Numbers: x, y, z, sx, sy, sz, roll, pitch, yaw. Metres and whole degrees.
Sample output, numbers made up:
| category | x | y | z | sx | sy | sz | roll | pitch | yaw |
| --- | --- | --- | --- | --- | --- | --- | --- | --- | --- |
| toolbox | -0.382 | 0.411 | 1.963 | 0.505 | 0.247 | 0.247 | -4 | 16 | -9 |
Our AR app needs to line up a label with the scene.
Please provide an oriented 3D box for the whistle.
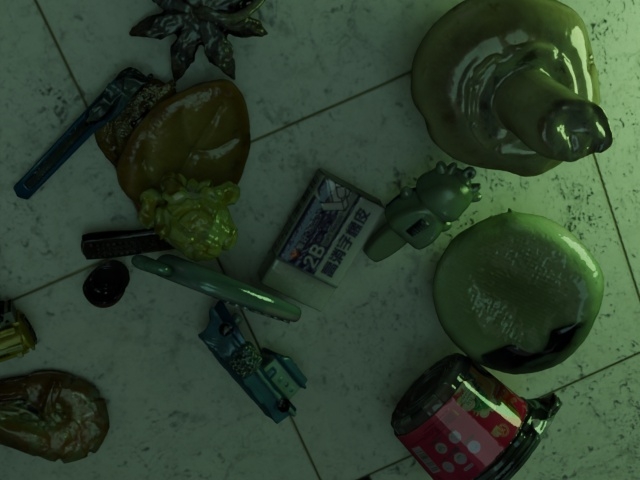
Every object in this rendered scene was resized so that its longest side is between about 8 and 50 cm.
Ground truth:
| category | x | y | z | sx | sy | sz | roll | pitch | yaw |
| --- | --- | --- | --- | --- | --- | --- | --- | --- | --- |
| whistle | 0.165 | -0.046 | 1.880 | 0.110 | 0.092 | 0.244 | 36 | 122 | -20 |

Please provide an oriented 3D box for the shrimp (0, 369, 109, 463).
| category | x | y | z | sx | sy | sz | roll | pitch | yaw |
| --- | --- | --- | --- | --- | --- | --- | --- | --- | --- |
| shrimp | -0.498 | 0.282 | 1.899 | 0.294 | 0.062 | 0.154 | 14 | 93 | -17 |

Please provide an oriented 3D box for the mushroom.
| category | x | y | z | sx | sy | sz | roll | pitch | yaw |
| --- | --- | --- | --- | --- | --- | --- | --- | --- | --- |
| mushroom | 0.311 | -0.226 | 1.733 | 0.314 | 0.336 | 0.314 | -7 | 113 | -17 |

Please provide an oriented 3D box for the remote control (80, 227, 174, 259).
| category | x | y | z | sx | sy | sz | roll | pitch | yaw |
| --- | --- | --- | --- | --- | --- | --- | --- | --- | --- |
| remote control | -0.281 | -0.002 | 1.849 | 0.212 | 0.028 | 0.059 | -7 | 147 | -8 |

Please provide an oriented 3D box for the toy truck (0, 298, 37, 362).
| category | x | y | z | sx | sy | sz | roll | pitch | yaw |
| --- | --- | --- | --- | --- | --- | --- | --- | --- | --- |
| toy truck | -0.578 | 0.164 | 1.822 | 0.227 | 0.098 | 0.114 | -19 | 116 | -5 |

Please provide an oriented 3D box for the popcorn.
| category | x | y | z | sx | sy | sz | roll | pitch | yaw |
| --- | --- | --- | --- | --- | --- | --- | --- | --- | --- |
| popcorn | -0.196 | -0.031 | 1.765 | 0.162 | 0.141 | 0.135 | -16 | 146 | -21 |

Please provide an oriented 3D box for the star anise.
| category | x | y | z | sx | sy | sz | roll | pitch | yaw |
| --- | --- | --- | --- | --- | --- | --- | --- | --- | --- |
| star anise | -0.168 | -0.355 | 1.736 | 0.262 | 0.081 | 0.230 | -25 | 100 | 1 |

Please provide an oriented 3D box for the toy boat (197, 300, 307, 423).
| category | x | y | z | sx | sy | sz | roll | pitch | yaw |
| --- | --- | --- | --- | --- | --- | --- | --- | --- | --- |
| toy boat | -0.112 | 0.197 | 1.920 | 0.098 | 0.109 | 0.238 | -45 | 114 | -15 |

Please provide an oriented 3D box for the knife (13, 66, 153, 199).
| category | x | y | z | sx | sy | sz | roll | pitch | yaw |
| --- | --- | --- | --- | --- | --- | --- | --- | --- | --- |
| knife | -0.373 | -0.165 | 1.770 | 0.044 | 0.026 | 0.296 | 41 | 105 | -20 |

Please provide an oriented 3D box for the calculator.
| category | x | y | z | sx | sy | sz | roll | pitch | yaw |
| --- | --- | --- | --- | --- | --- | --- | --- | --- | --- |
| calculator | -0.161 | 0.073 | 1.812 | 0.299 | 0.185 | 0.041 | 23 | 86 | -33 |

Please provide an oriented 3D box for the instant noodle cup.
| category | x | y | z | sx | sy | sz | roll | pitch | yaw |
| --- | --- | --- | --- | --- | --- | --- | --- | --- | --- |
| instant noodle cup | 0.239 | 0.313 | 1.956 | 0.181 | 0.258 | 0.302 | 44 | 95 | -6 |

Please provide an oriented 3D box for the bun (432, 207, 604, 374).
| category | x | y | z | sx | sy | sz | roll | pitch | yaw |
| --- | --- | --- | --- | --- | --- | --- | --- | --- | --- |
| bun | 0.335 | 0.082 | 1.925 | 0.283 | 0.179 | 0.283 | 3 | 99 | 18 |

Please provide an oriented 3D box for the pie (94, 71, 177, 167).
| category | x | y | z | sx | sy | sz | roll | pitch | yaw |
| --- | --- | --- | --- | --- | --- | --- | --- | --- | --- |
| pie | -0.300 | -0.200 | 1.788 | 0.092 | 0.034 | 0.170 | 39 | 103 | -21 |

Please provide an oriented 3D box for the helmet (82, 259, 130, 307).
| category | x | y | z | sx | sy | sz | roll | pitch | yaw |
| --- | --- | --- | --- | --- | --- | --- | --- | --- | --- |
| helmet | -0.347 | 0.076 | 1.860 | 0.065 | 0.049 | 0.084 | 39 | 70 | 14 |

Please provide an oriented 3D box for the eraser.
| category | x | y | z | sx | sy | sz | roll | pitch | yaw |
| --- | --- | --- | --- | --- | --- | --- | --- | --- | --- |
| eraser | 0.000 | 0.000 | 1.889 | 0.124 | 0.068 | 0.210 | 27 | 102 | -20 |

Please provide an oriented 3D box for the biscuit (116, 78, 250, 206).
| category | x | y | z | sx | sy | sz | roll | pitch | yaw |
| --- | --- | --- | --- | --- | --- | --- | --- | --- | --- |
| biscuit | -0.206 | -0.141 | 1.799 | 0.203 | 0.041 | 0.260 | 25 | 110 | -25 |
